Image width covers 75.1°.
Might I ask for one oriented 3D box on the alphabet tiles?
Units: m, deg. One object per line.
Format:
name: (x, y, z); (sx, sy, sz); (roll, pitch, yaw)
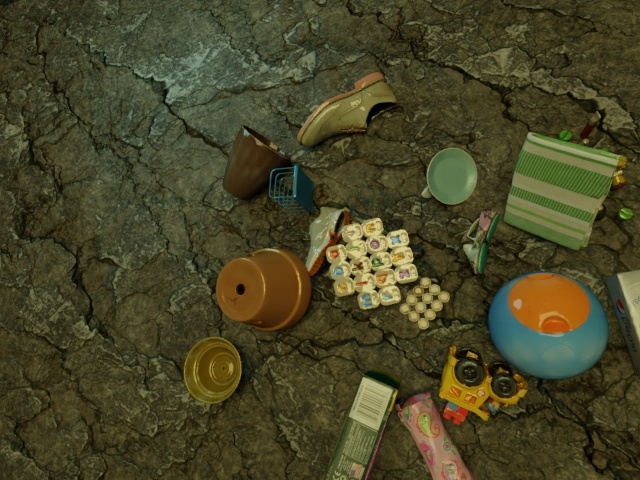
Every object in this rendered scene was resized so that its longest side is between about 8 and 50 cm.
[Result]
alphabet tiles: (0.165, 0.076, 1.365); (0.278, 0.021, 0.284); (-15, 84, 15)

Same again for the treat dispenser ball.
treat dispenser ball: (0.610, 0.228, 1.134); (0.288, 0.288, 0.288); (-4, 75, 14)

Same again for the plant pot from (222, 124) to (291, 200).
plant pot: (-0.264, -0.274, 1.566); (0.215, 0.215, 0.230); (42, 104, 21)

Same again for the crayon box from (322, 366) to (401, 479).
crayon box: (0.116, 0.555, 1.171); (0.106, 0.313, 0.363); (20, 82, 16)

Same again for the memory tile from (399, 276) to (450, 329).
memory tile: (0.339, 0.204, 1.361); (0.113, 0.012, 0.148); (38, 89, 21)

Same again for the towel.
towel: (0.668, -0.133, 1.185); (0.248, 0.325, 0.038); (30, 57, 34)

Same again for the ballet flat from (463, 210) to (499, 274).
ballet flat: (0.508, 0.003, 1.342); (0.079, 0.077, 0.221); (12, 74, 37)

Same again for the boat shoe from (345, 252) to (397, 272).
boat shoe: (0.157, 0.069, 1.416); (0.228, 0.069, 0.081); (7, 79, 17)

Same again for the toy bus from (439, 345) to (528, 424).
toy bus: (0.452, 0.442, 1.209); (0.220, 0.149, 0.211); (21, 95, 17)

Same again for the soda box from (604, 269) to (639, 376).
soda box: (0.898, 0.228, 1.156); (0.091, 0.098, 0.286); (-11, 73, 12)

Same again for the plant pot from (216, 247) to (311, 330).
plant pot: (-0.203, 0.161, 1.384); (0.291, 0.203, 0.290); (-3, 83, 27)

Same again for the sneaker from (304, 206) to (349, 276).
sneaker: (0.000, 0.000, 1.476); (0.121, 0.099, 0.262); (23, 82, 37)

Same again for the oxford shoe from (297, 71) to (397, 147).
oxford shoe: (0.097, -0.452, 1.534); (0.397, 0.140, 0.146); (-35, 77, 7)

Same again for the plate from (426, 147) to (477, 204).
plate: (0.438, -0.214, 1.398); (0.188, 0.024, 0.188); (-1, 95, -13)

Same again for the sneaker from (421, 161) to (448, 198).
sneaker: (0.391, -0.215, 1.442); (0.158, 0.061, 0.065); (-52, 45, -4)

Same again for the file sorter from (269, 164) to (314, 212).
file sorter: (-0.101, -0.180, 1.500); (0.104, 0.170, 0.118); (-1, 76, 19)

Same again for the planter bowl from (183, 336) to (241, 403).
planter bowl: (-0.355, 0.446, 1.448); (0.217, 0.090, 0.217); (-4, 76, 15)

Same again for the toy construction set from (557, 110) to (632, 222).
toy construction set: (0.794, -0.234, 1.229); (0.257, 0.237, 0.308); (4, 77, 16)

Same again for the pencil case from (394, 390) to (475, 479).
pencil case: (0.327, 0.588, 1.205); (0.124, 0.124, 0.284); (-29, 72, 7)
